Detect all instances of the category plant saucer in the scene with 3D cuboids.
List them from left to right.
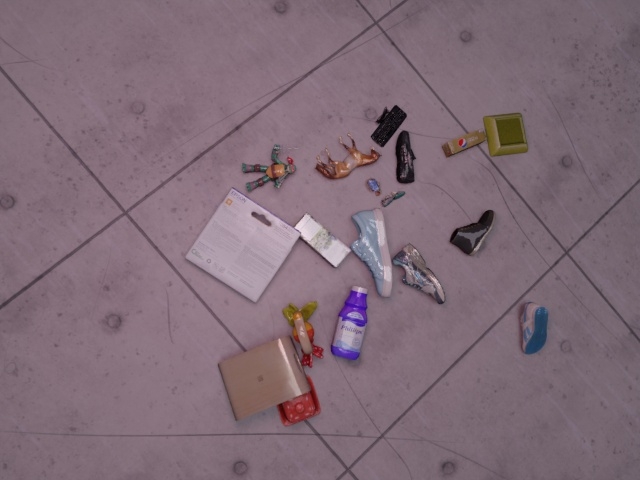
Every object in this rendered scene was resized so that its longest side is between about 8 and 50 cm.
[{"bbox_3d":[0.838,-0.480,1.899,0.189,0.045,0.188,-8,86,-10],"label":"plant saucer"}]

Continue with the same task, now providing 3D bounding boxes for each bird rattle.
[{"bbox_3d":[-0.069,0.357,1.610,0.143,0.207,0.253,-9,79,2],"label":"bird rattle"}]

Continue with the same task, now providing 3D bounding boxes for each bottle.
[{"bbox_3d":[0.126,0.324,1.691,0.118,0.092,0.282,16,83,-6],"label":"bottle"}]

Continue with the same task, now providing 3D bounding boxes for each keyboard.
[{"bbox_3d":[0.287,-0.500,1.820,0.100,0.038,0.192,37,80,-4],"label":"keyboard"}]

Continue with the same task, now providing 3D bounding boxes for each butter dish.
[{"bbox_3d":[-0.084,0.623,1.619,0.160,0.118,0.159,-17,88,-10],"label":"butter dish"}]

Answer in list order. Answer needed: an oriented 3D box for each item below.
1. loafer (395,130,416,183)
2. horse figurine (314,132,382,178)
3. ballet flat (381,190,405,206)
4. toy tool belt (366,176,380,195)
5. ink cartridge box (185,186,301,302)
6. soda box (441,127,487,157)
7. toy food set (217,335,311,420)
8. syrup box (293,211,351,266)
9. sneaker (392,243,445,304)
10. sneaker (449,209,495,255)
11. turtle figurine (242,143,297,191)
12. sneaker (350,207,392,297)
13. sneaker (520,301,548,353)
[{"bbox_3d":[0.364,-0.352,1.803,0.078,0.076,0.223,-1,90,-14],"label":"loafer"},{"bbox_3d":[0.100,-0.334,1.763,0.263,0.066,0.174,-38,85,-12],"label":"horse figurine"},{"bbox_3d":[0.304,-0.186,1.794,0.114,0.041,0.041,-32,90,-11],"label":"ballet flat"},{"bbox_3d":[0.227,-0.226,1.778,0.052,0.051,0.083,-35,91,-10],"label":"toy tool belt"},{"bbox_3d":[-0.294,0.018,1.649,0.324,0.071,0.330,34,88,-3],"label":"ink cartridge box"},{"bbox_3d":[0.626,-0.425,1.852,0.182,0.061,0.058,-22,89,-10],"label":"soda box"},{"bbox_3d":[-0.216,0.515,1.602,0.306,0.092,0.219,-22,75,0],"label":"toy food set"},{"bbox_3d":[0.000,0.000,1.700,0.237,0.096,0.093,41,82,-4],"label":"syrup box"},{"bbox_3d":[0.405,0.155,1.760,0.122,0.110,0.283,-36,88,8],"label":"sneaker"},{"bbox_3d":[0.651,-0.056,1.812,0.118,0.083,0.222,32,82,-4],"label":"sneaker"},{"bbox_3d":[-0.184,-0.275,1.688,0.234,0.118,0.175,-14,72,5],"label":"turtle figurine"},{"bbox_3d":[0.196,0.055,1.719,0.150,0.135,0.365,-7,77,-2],"label":"sneaker"},{"bbox_3d":[0.903,0.374,1.814,0.088,0.092,0.228,2,104,-11],"label":"sneaker"}]
